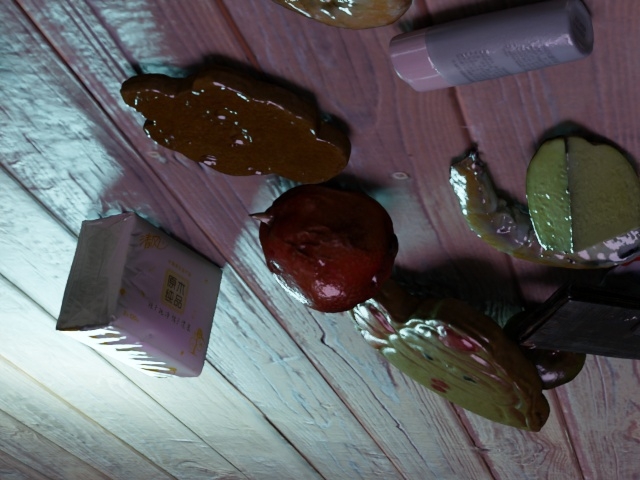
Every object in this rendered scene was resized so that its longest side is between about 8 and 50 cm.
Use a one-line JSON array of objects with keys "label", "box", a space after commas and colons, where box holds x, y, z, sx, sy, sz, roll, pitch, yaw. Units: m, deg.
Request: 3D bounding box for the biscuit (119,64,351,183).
[{"label": "biscuit", "box": [-0.100, -0.140, 1.506, 0.290, 0.041, 0.208, 20, 153, -23]}]

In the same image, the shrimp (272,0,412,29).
[{"label": "shrimp", "box": [-0.005, -0.276, 1.155, 0.169, 0.058, 0.296, 6, 160, 11]}]

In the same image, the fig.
[{"label": "fig", "box": [0.340, 0.184, 1.994, 0.132, 0.127, 0.185, -1, 154, -11]}]

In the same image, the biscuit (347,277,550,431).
[{"label": "biscuit", "box": [0.198, 0.176, 1.941, 0.358, 0.074, 0.381, 28, 165, 11]}]

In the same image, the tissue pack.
[{"label": "tissue pack", "box": [-0.268, 0.089, 1.907, 0.124, 0.185, 0.225, -7, 152, 32]}]

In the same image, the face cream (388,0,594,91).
[{"label": "face cream", "box": [0.171, -0.196, 1.267, 0.198, 0.057, 0.084, -6, 152, 34]}]

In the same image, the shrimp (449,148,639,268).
[{"label": "shrimp", "box": [0.277, -0.033, 1.616, 0.287, 0.068, 0.185, 25, 149, -13]}]

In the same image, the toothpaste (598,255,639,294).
[{"label": "toothpaste", "box": [0.437, 0.072, 1.802, 0.075, 0.048, 0.301, 11, 154, 2]}]

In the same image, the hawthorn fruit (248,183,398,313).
[{"label": "hawthorn fruit", "box": [0.013, 0.004, 1.653, 0.173, 0.173, 0.179, -19, 107, 47]}]

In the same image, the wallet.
[{"label": "wallet", "box": [0.453, 0.129, 1.814, 0.316, 0.044, 0.169, 10, 150, -19]}]

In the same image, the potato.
[{"label": "potato", "box": [0.315, -0.071, 1.498, 0.120, 0.149, 0.081, -18, -158, -27]}]
